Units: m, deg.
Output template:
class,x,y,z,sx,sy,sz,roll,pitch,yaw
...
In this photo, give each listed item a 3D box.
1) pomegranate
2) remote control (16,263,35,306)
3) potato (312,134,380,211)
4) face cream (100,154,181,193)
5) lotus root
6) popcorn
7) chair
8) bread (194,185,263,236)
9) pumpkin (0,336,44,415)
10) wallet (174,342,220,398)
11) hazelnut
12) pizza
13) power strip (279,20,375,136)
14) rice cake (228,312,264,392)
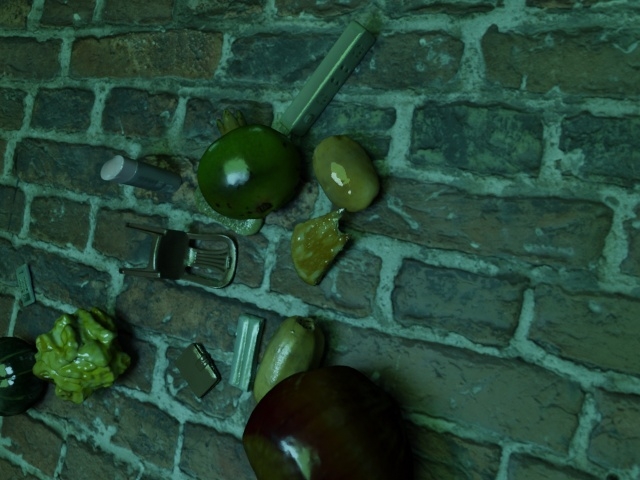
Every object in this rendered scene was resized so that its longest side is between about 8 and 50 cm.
class,x,y,z,sx,sy,sz,roll,pitch,yaw
pomegranate,-0.229,-0.243,1.741,0.309,0.216,0.359,-25,70,6
remote control,-1.159,0.175,2.343,0.061,0.029,0.162,-22,79,27
potato,0.065,-0.186,1.662,0.234,0.146,0.150,62,142,19
face cream,-0.574,-0.210,1.929,0.107,0.269,0.073,-31,71,23
lotus root,-0.102,0.371,1.661,0.151,0.169,0.343,28,98,25
popcorn,-0.790,0.366,1.971,0.312,0.312,0.313,-4,83,28
chair,-0.448,0.050,1.882,0.326,0.183,0.176,6,88,30
bread,-0.281,-0.148,1.887,0.286,0.056,0.208,25,98,27
pumpkin,-1.157,0.501,2.209,0.300,0.207,0.301,6,101,30
wallet,-0.390,0.411,1.891,0.118,0.038,0.153,-45,69,19
hazelnut,0.022,0.526,1.444,0.402,0.402,0.430,-32,83,22
pizza,0.000,0.000,1.701,0.262,0.034,0.181,-46,64,32
power strip,0.012,-0.458,1.740,0.062,0.091,0.385,45,106,22
rice cake,-0.226,0.340,1.807,0.084,0.040,0.226,9,89,29
